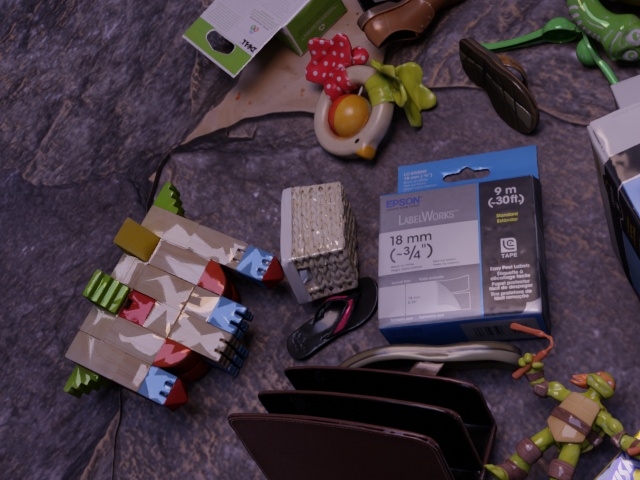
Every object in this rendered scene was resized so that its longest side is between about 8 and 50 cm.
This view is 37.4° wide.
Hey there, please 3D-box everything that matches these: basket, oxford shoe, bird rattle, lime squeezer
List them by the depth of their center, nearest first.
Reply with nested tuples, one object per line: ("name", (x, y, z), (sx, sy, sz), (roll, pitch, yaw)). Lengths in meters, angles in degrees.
("basket", (0.000, 0.000, 1.511), (0.103, 0.113, 0.167), (-11, 47, 11))
("lime squeezer", (0.405, -0.303, 1.544), (0.310, 0.059, 0.110), (34, 81, 32))
("bird rattle", (0.055, -0.246, 1.630), (0.254, 0.143, 0.206), (23, 91, 34))
("oxford shoe", (0.175, -0.399, 1.681), (0.212, 0.076, 0.076), (-27, 75, -8))

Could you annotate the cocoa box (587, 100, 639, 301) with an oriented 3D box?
("cocoa box", (0.498, -0.017, 1.176), (0.231, 0.347, 0.228), (-24, 58, 10))

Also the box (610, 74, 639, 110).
("box", (0.498, -0.143, 1.374), (0.091, 0.130, 0.170), (-19, 59, 15))

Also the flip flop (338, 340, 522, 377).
("flip flop", (0.154, 0.194, 1.373), (0.277, 0.112, 0.080), (-4, 77, 15))

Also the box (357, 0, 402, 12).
("box", (0.114, -0.544, 1.739), (0.108, 0.153, 0.207), (-7, 60, 21))

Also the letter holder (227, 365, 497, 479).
("letter holder", (0.056, 0.246, 1.279), (0.302, 0.214, 0.152), (0, 48, 29))

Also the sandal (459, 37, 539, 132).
("sandal", (0.303, -0.267, 1.566), (0.060, 0.090, 0.219), (-21, 48, -14))

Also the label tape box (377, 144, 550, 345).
("label tape box", (0.214, -0.013, 1.444), (0.241, 0.106, 0.333), (-8, 62, 19))

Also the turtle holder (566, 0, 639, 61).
("turtle holder", (0.515, -0.467, 1.474), (0.227, 0.243, 0.320), (26, 63, 10))

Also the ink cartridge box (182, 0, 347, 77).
("ink cartridge box", (-0.109, -0.418, 1.804), (0.255, 0.097, 0.189), (-46, 56, -3))

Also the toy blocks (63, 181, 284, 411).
("toy blocks", (-0.222, 0.125, 1.538), (0.261, 0.190, 0.381), (22, 74, 19))

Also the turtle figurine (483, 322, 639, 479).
("turtle figurine", (0.316, 0.241, 1.242), (0.269, 0.087, 0.217), (35, 78, 33))

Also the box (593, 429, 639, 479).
("box", (0.410, 0.300, 1.225), (0.169, 0.054, 0.059), (-46, 56, -4))

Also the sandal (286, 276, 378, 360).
("sandal", (0.019, 0.123, 1.495), (0.179, 0.040, 0.067), (-38, 56, 1))
